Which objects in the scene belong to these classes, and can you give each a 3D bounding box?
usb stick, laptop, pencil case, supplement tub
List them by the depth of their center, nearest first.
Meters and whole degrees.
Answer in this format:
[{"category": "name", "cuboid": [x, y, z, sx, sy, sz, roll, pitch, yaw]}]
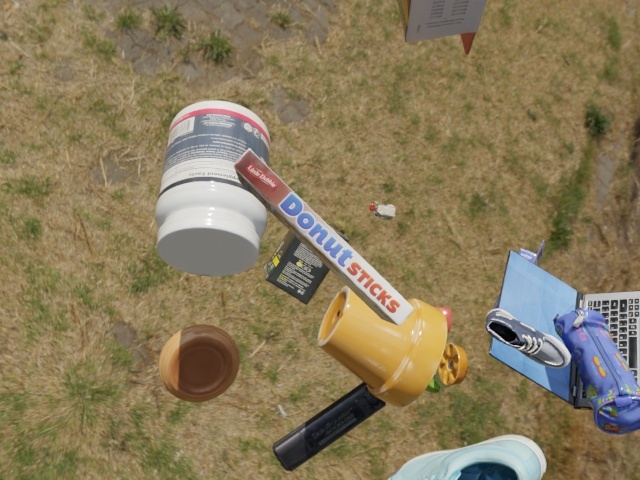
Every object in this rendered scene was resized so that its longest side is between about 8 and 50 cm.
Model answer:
[{"category": "supplement tub", "cuboid": [-0.188, -0.093, 0.947, 0.191, 0.191, 0.272, 12, 57, -21]}, {"category": "usb stick", "cuboid": [0.021, 0.408, 1.173, 0.278, 0.045, 0.077, -34, 98, -3]}, {"category": "pencil case", "cuboid": [0.645, 0.286, 1.228, 0.306, 0.119, 0.133, -86, 154, -54]}, {"category": "laptop", "cuboid": [0.704, 0.212, 1.377, 0.236, 0.407, 0.382, 55, 44, -30]}]

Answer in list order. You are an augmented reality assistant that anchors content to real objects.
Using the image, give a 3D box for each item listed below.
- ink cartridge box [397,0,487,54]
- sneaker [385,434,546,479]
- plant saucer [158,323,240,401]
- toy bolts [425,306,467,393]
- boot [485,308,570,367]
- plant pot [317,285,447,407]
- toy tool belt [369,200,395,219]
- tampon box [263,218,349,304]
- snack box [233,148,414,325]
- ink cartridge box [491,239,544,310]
[{"category": "ink cartridge box", "cuboid": [0.180, -0.500, 0.871, 0.130, 0.272, 0.310, -7, 70, 1]}, {"category": "sneaker", "cuboid": [0.232, 0.464, 0.996, 0.150, 0.366, 0.135, 15, 43, -57]}, {"category": "plant saucer", "cuboid": [-0.296, 0.308, 1.309, 0.199, 0.037, 0.200, -3, 99, -19]}, {"category": "toy bolts", "cuboid": [0.246, 0.260, 1.332, 0.158, 0.218, 0.229, 10, 72, -14]}, {"category": "boot", "cuboid": [0.432, 0.217, 1.114, 0.190, 0.069, 0.086, 30, 17, 16]}, {"category": "plant pot", "cuboid": [0.105, 0.183, 1.011, 0.187, 0.205, 0.205, 28, 65, -10]}, {"category": "toy tool belt", "cuboid": [0.186, -0.089, 1.617, 0.083, 0.051, 0.052, 12, 83, -2]}, {"category": "tampon box", "cuboid": [-0.033, 0.029, 1.108, 0.101, 0.120, 0.161, 33, 93, -12]}, {"category": "snack box", "cuboid": [0.000, 0.000, 0.436, 0.178, 0.064, 0.022, 44, 84, -1]}, {"category": "ink cartridge box", "cuboid": [0.624, 0.150, 1.693, 0.065, 0.186, 0.311, 27, 86, 27]}]
